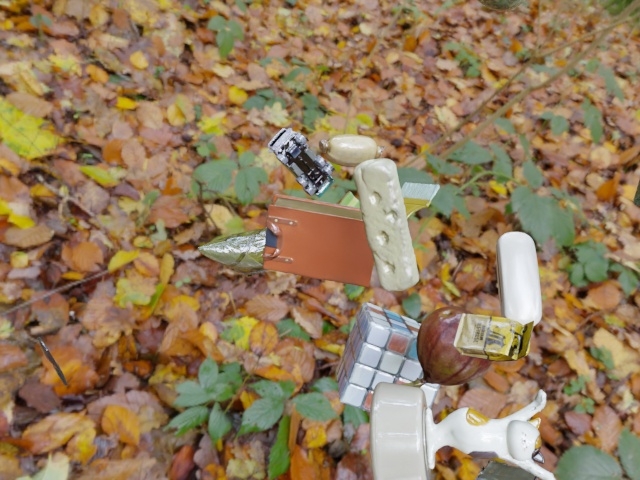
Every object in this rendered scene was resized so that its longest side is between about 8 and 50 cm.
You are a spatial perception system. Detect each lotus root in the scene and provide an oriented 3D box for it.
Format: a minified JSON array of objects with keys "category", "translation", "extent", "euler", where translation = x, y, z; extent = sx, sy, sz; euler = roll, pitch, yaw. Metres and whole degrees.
[{"category":"lotus root","translation":[0.068,-0.185,1.098],"extent":[0.151,0.073,0.062],"euler":[0,54,-22]}]

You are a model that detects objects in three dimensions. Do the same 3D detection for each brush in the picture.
[{"category":"brush","translation":[0.153,-0.033,1.029],"extent":[0.083,0.011,0.205],"euler":[12,61,43]},{"category":"brush","translation":[-0.715,0.334,1.429],"extent":[0.016,0.193,0.063],"euler":[-33,49,-28]}]

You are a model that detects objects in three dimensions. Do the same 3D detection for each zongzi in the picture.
[{"category":"zongzi","translation":[-0.188,0.010,1.565],"extent":[0.274,0.251,0.125],"euler":[30,40,-62]}]

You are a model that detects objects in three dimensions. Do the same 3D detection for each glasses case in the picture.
[{"category":"glasses case","translation":[0.413,0.081,1.111],"extent":[0.081,0.051,0.204],"euler":[2,73,2]}]

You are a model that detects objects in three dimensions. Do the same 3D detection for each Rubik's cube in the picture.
[{"category":"Rubik's cube","translation":[0.207,0.361,1.574],"extent":[0.254,0.258,0.256],"euler":[19,5,-2]}]

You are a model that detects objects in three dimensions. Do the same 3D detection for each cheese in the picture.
[{"category":"cheese","translation":[0.093,-0.020,0.752],"extent":[0.065,0.193,0.043],"euler":[-6,16,37]}]

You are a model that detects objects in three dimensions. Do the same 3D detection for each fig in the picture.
[{"category":"fig","translation":[0.302,0.282,1.280],"extent":[0.186,0.249,0.204],"euler":[30,6,4]}]

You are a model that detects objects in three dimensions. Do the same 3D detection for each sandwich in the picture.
[{"category":"sandwich","translation":[0.068,-0.084,1.602],"extent":[0.074,0.074,0.116],"euler":[46,37,-7]}]

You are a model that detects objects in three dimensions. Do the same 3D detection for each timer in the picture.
[{"category":"timer","translation":[0.223,0.310,0.838],"extent":[0.266,0.175,0.175],"euler":[-5,27,15]}]

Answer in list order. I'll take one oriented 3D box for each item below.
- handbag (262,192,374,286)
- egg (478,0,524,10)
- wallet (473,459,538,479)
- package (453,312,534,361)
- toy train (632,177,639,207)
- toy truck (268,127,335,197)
[{"category":"handbag","translation":[0.000,0.000,0.892],"extent":[0.190,0.127,0.062],"euler":[9,29,2]},{"category":"egg","translation":[0.271,-0.460,0.780],"extent":[0.177,0.228,0.177],"euler":[-8,16,2]},{"category":"wallet","translation":[0.520,0.768,1.588],"extent":[0.169,0.044,0.317],"euler":[-3,9,40]},{"category":"package","translation":[0.304,0.170,0.927],"extent":[0.131,0.047,0.071],"euler":[0,54,34]},{"category":"toy train","translation":[0.776,-0.101,1.007],"extent":[0.299,0.166,0.238],"euler":[25,-14,-1]},{"category":"toy truck","translation":[-0.053,-0.234,1.634],"extent":[0.253,0.114,0.124],"euler":[44,-4,-39]}]
